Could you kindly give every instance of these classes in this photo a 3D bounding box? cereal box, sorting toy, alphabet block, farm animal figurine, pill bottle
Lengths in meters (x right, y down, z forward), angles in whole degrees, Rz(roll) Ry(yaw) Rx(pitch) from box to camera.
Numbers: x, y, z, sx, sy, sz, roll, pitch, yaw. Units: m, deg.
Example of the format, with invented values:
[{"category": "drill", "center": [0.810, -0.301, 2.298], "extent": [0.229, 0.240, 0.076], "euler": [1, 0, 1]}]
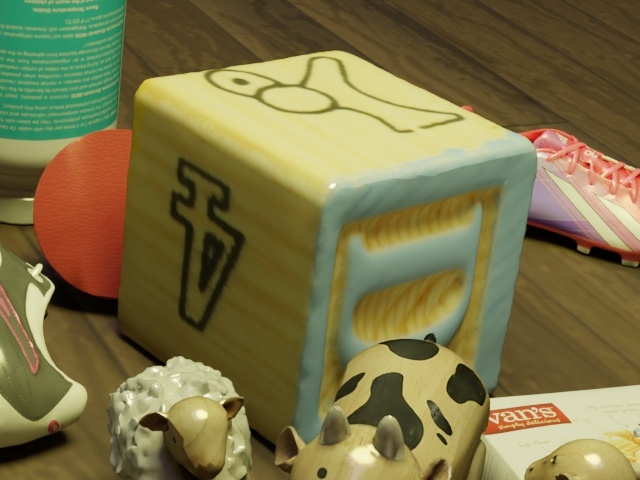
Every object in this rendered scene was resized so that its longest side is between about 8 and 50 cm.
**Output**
[{"category": "cereal box", "center": [0.201, 0.164, 1.010], "extent": [0.173, 0.047, 0.240], "euler": [-3, 26, -22]}, {"category": "sorting toy", "center": [-0.276, -0.011, 1.230], "extent": [0.366, 0.127, 0.126], "euler": [-2, -3, -14]}, {"category": "alphabet block", "center": [0.000, 0.000, 1.136], "extent": [0.192, 0.193, 0.197], "euler": [-12, 31, -39]}, {"category": "farm animal figurine", "center": [0.050, 0.146, 0.854], "extent": [0.330, 0.172, 0.326], "euler": [6, 24, -5]}, {"category": "pill bottle", "center": [-0.224, -0.150, 1.309], "extent": [0.146, 0.264, 0.146], "euler": [6, 23, -3]}]

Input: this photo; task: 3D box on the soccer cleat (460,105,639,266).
[{"category": "soccer cleat", "center": [0.217, -0.045, 1.414], "extent": [0.248, 0.095, 0.083], "euler": [12, 25, 10]}]

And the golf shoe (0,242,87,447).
[{"category": "golf shoe", "center": [-0.241, 0.027, 1.087], "extent": [0.120, 0.105, 0.273], "euler": [3, 46, -34]}]
